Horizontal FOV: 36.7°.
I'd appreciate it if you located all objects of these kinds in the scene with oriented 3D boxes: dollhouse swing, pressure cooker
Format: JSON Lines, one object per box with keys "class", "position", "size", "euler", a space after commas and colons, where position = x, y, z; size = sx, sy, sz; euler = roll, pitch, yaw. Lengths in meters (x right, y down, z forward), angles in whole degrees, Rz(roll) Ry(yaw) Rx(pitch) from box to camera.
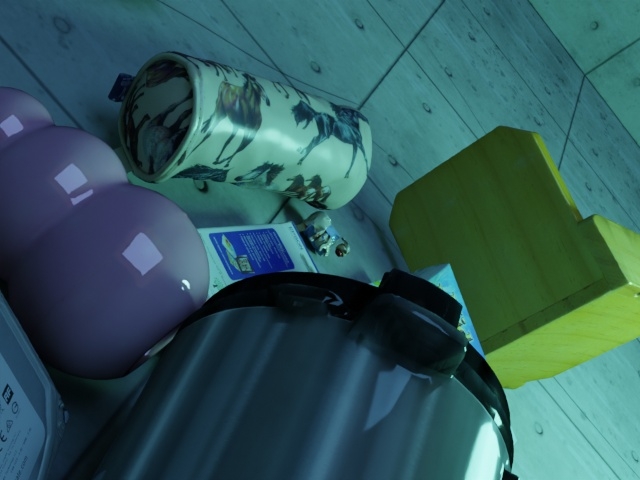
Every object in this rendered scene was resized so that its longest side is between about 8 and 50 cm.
{"class": "dollhouse swing", "position": [0.337, 0.030, 1.580], "size": [0.315, 0.347, 0.305], "euler": [16, 49, -45]}
{"class": "pressure cooker", "position": [-0.013, 0.231, 0.885], "size": [0.375, 0.370, 0.420], "euler": [63, 34, -32]}

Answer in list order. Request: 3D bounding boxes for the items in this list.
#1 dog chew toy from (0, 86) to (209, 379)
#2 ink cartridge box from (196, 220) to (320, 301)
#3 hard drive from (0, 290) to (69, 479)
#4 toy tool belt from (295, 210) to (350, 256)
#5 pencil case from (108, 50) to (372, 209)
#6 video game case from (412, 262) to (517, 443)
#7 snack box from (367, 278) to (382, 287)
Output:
{"class": "dog chew toy", "position": [-0.268, -0.020, 0.987], "size": [0.332, 0.206, 0.206], "euler": [48, 33, 2]}
{"class": "ink cartridge box", "position": [-0.087, 0.063, 1.224], "size": [0.165, 0.065, 0.332], "euler": [62, 21, 9]}
{"class": "hard drive", "position": [-0.314, 0.123, 0.757], "size": [0.237, 0.064, 0.339], "euler": [-79, 159, -49]}
{"class": "toy tool belt", "position": [0.000, 0.000, 1.452], "size": [0.051, 0.052, 0.083], "euler": [-37, 90, -26]}
{"class": "pencil case", "position": [-0.093, -0.137, 1.328], "size": [0.410, 0.183, 0.160], "euler": [7, 61, -52]}
{"class": "video game case", "position": [0.134, 0.195, 1.225], "size": [0.244, 0.061, 0.269], "euler": [-30, 101, -51]}
{"class": "snack box", "position": [0.084, 0.116, 1.461], "size": [0.141, 0.037, 0.100], "euler": [-14, 72, -56]}
